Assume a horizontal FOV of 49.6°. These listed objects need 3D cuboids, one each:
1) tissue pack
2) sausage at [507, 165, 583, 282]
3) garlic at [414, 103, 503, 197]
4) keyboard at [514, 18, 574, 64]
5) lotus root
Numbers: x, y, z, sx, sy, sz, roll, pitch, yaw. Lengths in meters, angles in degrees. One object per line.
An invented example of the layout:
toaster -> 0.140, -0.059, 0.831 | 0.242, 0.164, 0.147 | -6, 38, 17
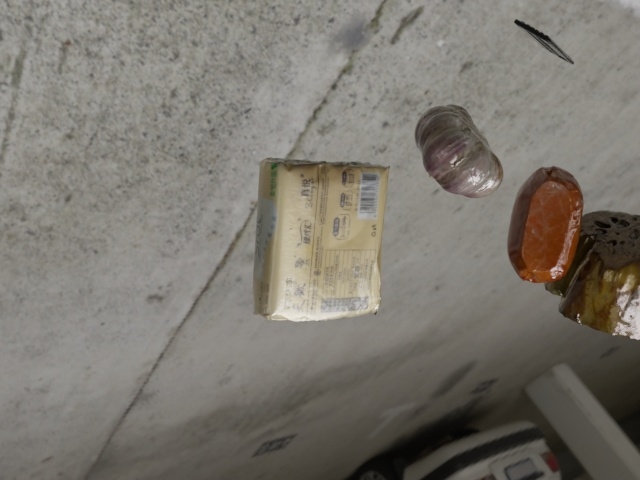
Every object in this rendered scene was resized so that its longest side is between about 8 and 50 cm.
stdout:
tissue pack -> 0.000, 0.000, 0.946 | 0.186, 0.090, 0.222 | -2, 102, -24
sausage -> 0.505, -0.035, 1.558 | 0.141, 0.153, 0.268 | -40, 137, -75
garlic -> 0.204, -0.130, 1.056 | 0.102, 0.159, 0.147 | -38, 164, 23
keyboard -> 0.481, -0.440, 1.524 | 0.381, 0.103, 0.041 | -14, 138, -56
lotus root -> 0.673, 0.066, 1.642 | 0.316, 0.316, 0.250 | -21, 127, -27
